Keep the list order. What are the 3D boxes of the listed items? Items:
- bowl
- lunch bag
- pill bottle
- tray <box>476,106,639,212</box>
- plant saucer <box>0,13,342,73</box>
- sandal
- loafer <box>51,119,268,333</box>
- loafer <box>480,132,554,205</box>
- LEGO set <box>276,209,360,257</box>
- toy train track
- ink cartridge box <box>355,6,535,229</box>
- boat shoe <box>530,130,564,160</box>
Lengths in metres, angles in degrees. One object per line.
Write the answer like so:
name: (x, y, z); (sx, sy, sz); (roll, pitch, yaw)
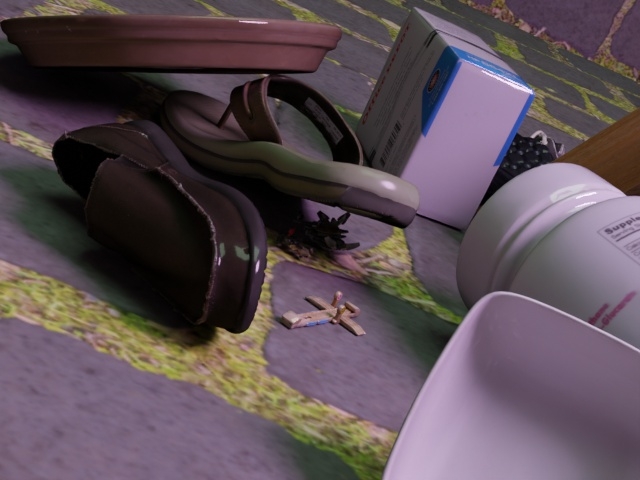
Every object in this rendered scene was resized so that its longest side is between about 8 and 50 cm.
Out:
bowl: (0.111, 0.114, 0.656); (0.142, 0.142, 0.053); (27, -18, 10)
lunch bag: (0.125, 0.123, 0.720); (0.098, 0.067, 0.065); (27, 18, 9)
pill bottle: (0.216, 0.070, 0.836); (0.160, 0.160, 0.283); (12, 22, -35)
tray: (0.352, -0.033, 1.235); (0.410, 0.202, 0.076); (5, 59, -48)
plant saucer: (-0.121, -0.159, 1.078); (0.277, 0.041, 0.278); (2, 6, 0)
sandal: (-0.018, -0.082, 1.030); (0.120, 0.086, 0.302); (10, 9, -38)
loafer: (-0.106, -0.009, 0.796); (0.078, 0.080, 0.220); (0, 24, -33)
loafer: (0.179, -0.068, 1.300); (0.076, 0.078, 0.223); (-2, 19, -9)
LEGO set: (-0.003, -0.001, 0.985); (0.083, 0.023, 0.054); (-11, 36, -41)
toy train track: (0.003, 0.046, 0.862); (0.048, 0.014, 0.083); (34, 21, 27)
ink cartridge box: (0.113, -0.122, 1.257); (0.085, 0.148, 0.203); (20, 19, -15)
boat shoe: (0.242, -0.082, 1.440); (0.219, 0.070, 0.078); (27, 18, 6)
